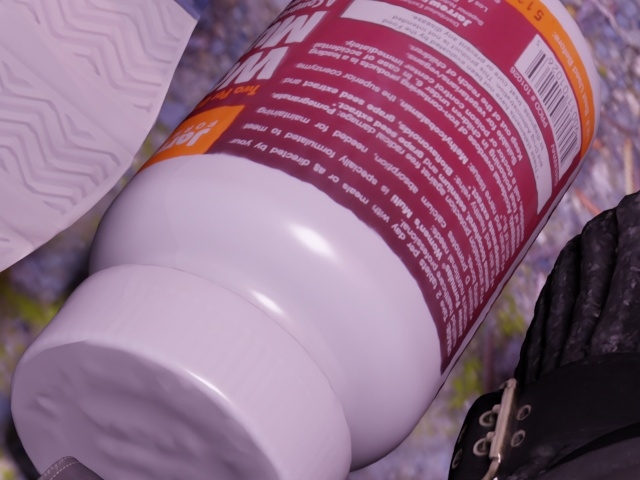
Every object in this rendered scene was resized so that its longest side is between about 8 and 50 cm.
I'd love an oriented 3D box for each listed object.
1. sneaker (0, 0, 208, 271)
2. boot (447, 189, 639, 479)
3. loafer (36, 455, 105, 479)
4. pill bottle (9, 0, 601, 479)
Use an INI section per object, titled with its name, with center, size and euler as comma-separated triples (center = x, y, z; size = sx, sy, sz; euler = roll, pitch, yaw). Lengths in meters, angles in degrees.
[sneaker]
center = -0.089, -0.107, 0.590
size = 0.127, 0.182, 0.315
euler = 45, 78, -16
[boot]
center = 0.109, 0.075, 0.553
size = 0.131, 0.348, 0.260
euler = 38, 54, 0
[loafer]
center = -0.067, 0.087, 0.518
size = 0.170, 0.062, 0.061
euler = -7, 63, 0
[pill bottle]
center = 0.000, 0.000, 0.622
size = 0.121, 0.121, 0.221
euler = 50, 48, -14
